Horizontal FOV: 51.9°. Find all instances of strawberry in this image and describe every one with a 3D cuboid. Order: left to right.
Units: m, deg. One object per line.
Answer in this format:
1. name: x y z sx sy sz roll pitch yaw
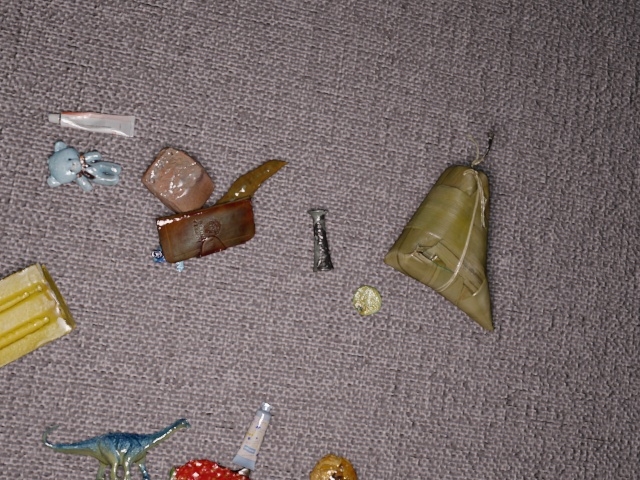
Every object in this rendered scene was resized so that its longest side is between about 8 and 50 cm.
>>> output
1. strawberry: -0.244 0.681 1.656 0.306 0.138 0.233 8 82 -7

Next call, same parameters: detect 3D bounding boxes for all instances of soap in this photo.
1. soap: -0.794 0.211 1.633 0.315 0.091 0.199 -29 89 -9

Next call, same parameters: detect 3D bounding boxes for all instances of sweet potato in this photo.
1. sweet potato: -0.199 -0.142 1.768 0.274 0.067 0.067 -39 92 -12

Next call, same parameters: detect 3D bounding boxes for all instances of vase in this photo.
1. vase: 0.000 0.000 1.787 0.059 0.059 0.167 -5 86 -9

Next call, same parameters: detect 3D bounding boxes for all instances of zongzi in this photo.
1. zongzi: 0.426 -0.027 1.814 0.418 0.181 0.447 38 77 -19

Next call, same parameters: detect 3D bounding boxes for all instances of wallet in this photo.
1. wallet: -0.292 -0.025 1.714 0.255 0.031 0.137 -16 117 -20

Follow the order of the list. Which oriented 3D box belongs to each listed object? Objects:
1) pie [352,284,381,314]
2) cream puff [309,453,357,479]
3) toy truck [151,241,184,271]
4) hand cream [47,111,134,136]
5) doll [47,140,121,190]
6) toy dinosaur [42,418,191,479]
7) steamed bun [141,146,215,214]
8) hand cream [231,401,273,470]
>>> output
1. pie: 0.128 0.164 1.814 0.085 0.017 0.085 1 85 -7
2. cream puff: 0.031 0.630 1.720 0.133 0.104 0.119 -36 98 -9
3. toy truck: -0.393 0.041 1.729 0.090 0.056 0.073 39 77 -16
4. hand cream: -0.603 -0.314 1.736 0.216 0.038 0.052 5 109 -14
5. doll: -0.612 -0.185 1.699 0.179 0.075 0.120 11 87 -7
6. toy dinosaur: -0.510 0.536 1.659 0.362 0.076 0.147 -2 66 -10
7. steamed bun: -0.368 -0.155 1.720 0.175 0.106 0.145 36 81 -2
8. hand cream: -0.170 0.508 1.722 0.065 0.043 0.171 24 79 -9
